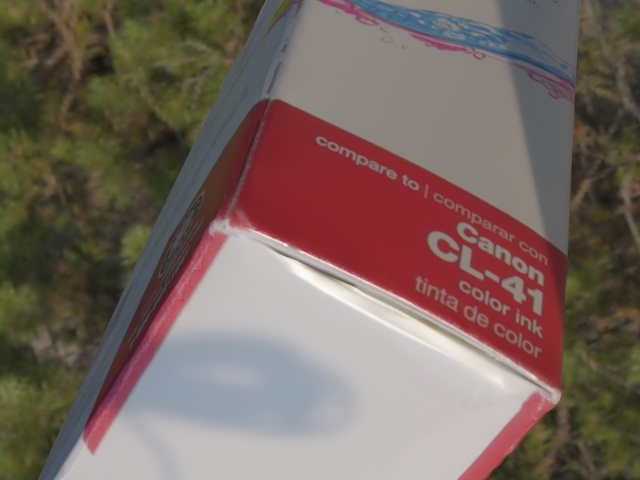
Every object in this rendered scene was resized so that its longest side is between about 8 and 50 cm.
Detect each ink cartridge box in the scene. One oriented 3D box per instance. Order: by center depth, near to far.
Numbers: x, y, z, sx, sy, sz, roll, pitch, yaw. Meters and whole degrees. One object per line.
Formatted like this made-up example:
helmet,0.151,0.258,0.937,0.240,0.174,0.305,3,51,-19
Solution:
ink cartridge box,0.000,0.000,0.605,0.131,0.306,0.226,27,129,-7
